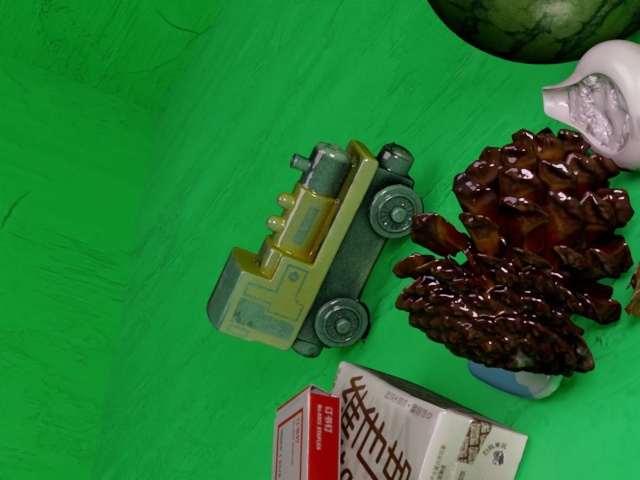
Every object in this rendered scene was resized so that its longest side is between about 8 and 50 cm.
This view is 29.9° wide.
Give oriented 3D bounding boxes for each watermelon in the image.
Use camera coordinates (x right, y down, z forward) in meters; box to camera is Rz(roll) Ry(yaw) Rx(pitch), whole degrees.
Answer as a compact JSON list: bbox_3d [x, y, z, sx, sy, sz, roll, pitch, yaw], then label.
[{"bbox_3d":[0.269,-0.369,1.352,0.363,0.363,0.363,-52,27,40],"label":"watermelon"}]

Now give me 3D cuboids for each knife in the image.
[{"bbox_3d":[0.228,0.149,1.413,0.222,0.031,0.064,-177,102,-73],"label":"knife"}]

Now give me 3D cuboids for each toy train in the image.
[{"bbox_3d":[0.000,0.000,1.838,0.368,0.237,0.150,-65,19,14],"label":"toy train"}]

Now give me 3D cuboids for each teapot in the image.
[{"bbox_3d":[0.336,-0.145,1.292,0.226,0.092,0.145,29,137,63],"label":"teapot"}]

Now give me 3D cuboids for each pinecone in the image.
[{"bbox_3d":[0.216,0.006,1.283,0.246,0.246,0.292,-36,20,57],"label":"pinecone"}]

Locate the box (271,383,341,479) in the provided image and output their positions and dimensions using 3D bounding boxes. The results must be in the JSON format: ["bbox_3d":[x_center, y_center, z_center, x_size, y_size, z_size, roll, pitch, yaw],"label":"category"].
[{"bbox_3d":[-0.021,0.306,1.503,0.123,0.050,0.229,138,140,-54],"label":"box"}]

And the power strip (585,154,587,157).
[{"bbox_3d":[0.245,-0.009,1.468,0.145,0.061,0.215,-17,55,64],"label":"power strip"}]

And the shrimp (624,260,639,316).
[{"bbox_3d":[0.369,0.004,1.133,0.248,0.068,0.150,122,150,-51],"label":"shrimp"}]

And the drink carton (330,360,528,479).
[{"bbox_3d":[0.100,0.278,1.480,0.324,0.132,0.194,13,85,69],"label":"drink carton"}]
